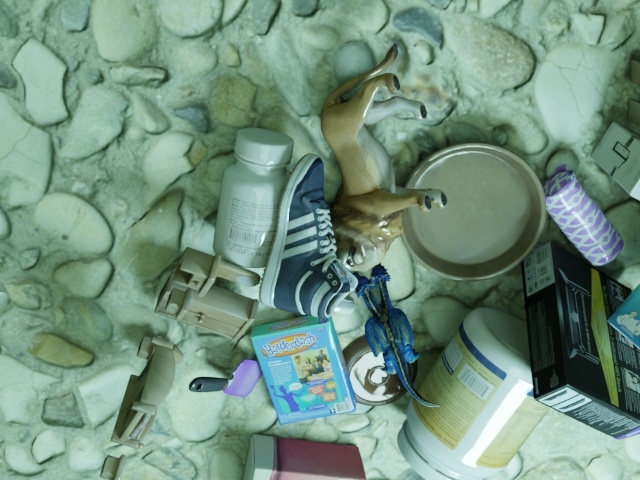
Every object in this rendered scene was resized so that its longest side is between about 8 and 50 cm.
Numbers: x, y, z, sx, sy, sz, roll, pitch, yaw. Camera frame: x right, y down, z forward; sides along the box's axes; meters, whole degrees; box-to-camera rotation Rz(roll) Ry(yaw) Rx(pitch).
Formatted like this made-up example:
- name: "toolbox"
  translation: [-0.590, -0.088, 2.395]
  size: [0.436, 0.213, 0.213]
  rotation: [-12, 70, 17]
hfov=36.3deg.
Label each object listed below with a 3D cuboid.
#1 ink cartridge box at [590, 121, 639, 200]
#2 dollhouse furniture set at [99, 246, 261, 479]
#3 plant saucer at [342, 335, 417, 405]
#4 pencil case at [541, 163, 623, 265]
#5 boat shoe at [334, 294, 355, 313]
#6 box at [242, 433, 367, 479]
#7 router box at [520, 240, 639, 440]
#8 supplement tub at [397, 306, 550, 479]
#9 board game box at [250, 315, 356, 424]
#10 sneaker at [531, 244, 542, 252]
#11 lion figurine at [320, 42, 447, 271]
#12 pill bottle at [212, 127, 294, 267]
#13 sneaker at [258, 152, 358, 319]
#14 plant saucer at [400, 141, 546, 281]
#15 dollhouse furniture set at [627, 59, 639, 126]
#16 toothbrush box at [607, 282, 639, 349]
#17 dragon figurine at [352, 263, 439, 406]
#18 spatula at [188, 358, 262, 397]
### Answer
- name: "ink cartridge box"
  translation: [0.602, -0.124, 1.772]
  size: [0.148, 0.203, 0.086]
  rotation: [24, 109, -15]
- name: "dollhouse furniture set"
  translation: [-0.235, 0.244, 1.735]
  size: [0.174, 0.355, 0.303]
  rotation: [20, 147, -13]
- name: "plant saucer"
  translation: [0.115, 0.267, 1.967]
  size: [0.168, 0.029, 0.168]
  rotation: [-2, 111, -5]
- name: "pencil case"
  translation: [0.495, -0.046, 1.859]
  size: [0.086, 0.088, 0.206]
  rotation: [-19, 119, 42]
- name: "boat shoe"
  translation: [-0.006, 0.077, 1.862]
  size: [0.184, 0.066, 0.063]
  rotation: [30, 107, -7]
- name: "box"
  translation: [-0.038, 0.500, 1.989]
  size: [0.232, 0.127, 0.148]
  rotation: [8, 111, -10]
- name: "router box"
  translation: [0.491, 0.185, 1.808]
  size: [0.243, 0.309, 0.081]
  rotation: [28, 137, -28]
- name: "supplement tub"
  translation: [0.308, 0.313, 1.893]
  size: [0.228, 0.228, 0.316]
  rotation: [25, 112, -15]
- name: "board game box"
  translation: [-0.031, 0.253, 1.919]
  size: [0.160, 0.047, 0.210]
  rotation: [-11, 113, 10]
- name: "sneaker"
  translation: [0.392, 0.023, 1.893]
  size: [0.109, 0.044, 0.040]
  rotation: [6, 113, -7]
- name: "lion figurine"
  translation: [0.078, -0.138, 1.749]
  size: [0.240, 0.142, 0.392]
  rotation: [-6, 100, 31]
- name: "pill bottle"
  translation: [-0.115, -0.077, 1.745]
  size: [0.131, 0.131, 0.229]
  rotation: [7, 111, -9]
- name: "sneaker"
  translation: [0.000, 0.000, 1.693]
  size: [0.153, 0.099, 0.282]
  rotation: [19, 101, 22]
- name: "plant saucer"
  translation: [0.281, -0.055, 1.833]
  size: [0.278, 0.041, 0.278]
  rotation: [1, 112, 3]
- name: "dollhouse furniture set"
  translation: [0.707, -0.313, 1.744]
  size: [0.262, 0.135, 0.259]
  rotation: [-4, 112, -5]
- name: "toothbrush box"
  translation: [0.689, 0.092, 1.746]
  size: [0.295, 0.126, 0.216]
  rotation: [-53, 139, 10]
- name: "dragon figurine"
  translation: [0.133, 0.181, 1.842]
  size: [0.085, 0.289, 0.144]
  rotation: [-21, 151, 4]
- name: "spatula"
  translation: [-0.176, 0.262, 1.818]
  size: [0.030, 0.296, 0.084]
  rotation: [33, 94, 16]
